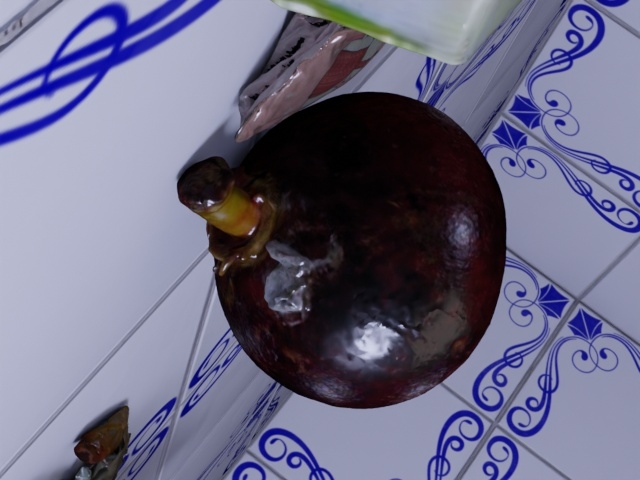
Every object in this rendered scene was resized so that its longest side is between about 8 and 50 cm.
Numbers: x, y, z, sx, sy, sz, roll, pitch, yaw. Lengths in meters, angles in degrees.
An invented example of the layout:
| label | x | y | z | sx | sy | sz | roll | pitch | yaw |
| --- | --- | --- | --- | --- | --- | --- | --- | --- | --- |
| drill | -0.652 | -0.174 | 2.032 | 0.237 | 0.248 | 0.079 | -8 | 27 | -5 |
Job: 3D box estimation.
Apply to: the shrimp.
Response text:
| label | x | y | z | sx | sy | sz | roll | pitch | yaw |
| --- | --- | --- | --- | --- | --- | --- | --- | --- | --- |
| shrimp | -0.220 | 0.229 | 1.016 | 0.173 | 0.058 | 0.253 | -60 | 177 | -8 |

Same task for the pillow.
| label | x | y | z | sx | sy | sz | roll | pitch | yaw |
| --- | --- | --- | --- | --- | --- | --- | --- | --- | --- |
| pillow | 0.041 | -0.157 | 0.695 | 0.248 | 0.049 | 0.135 | -38 | 178 | 35 |

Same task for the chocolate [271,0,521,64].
| label | x | y | z | sx | sy | sz | roll | pitch | yaw |
| --- | --- | --- | --- | --- | --- | --- | --- | --- | --- |
| chocolate | 0.103 | -0.245 | 0.425 | 0.289 | 0.137 | 0.301 | -48 | 172 | -39 |

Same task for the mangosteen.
| label | x | y | z | sx | sy | sz | roll | pitch | yaw |
| --- | --- | --- | --- | --- | --- | --- | --- | --- | --- |
| mangosteen | 0.000 | 0.000 | 0.800 | 0.261 | 0.235 | 0.235 | 18 | 115 | -37 |
